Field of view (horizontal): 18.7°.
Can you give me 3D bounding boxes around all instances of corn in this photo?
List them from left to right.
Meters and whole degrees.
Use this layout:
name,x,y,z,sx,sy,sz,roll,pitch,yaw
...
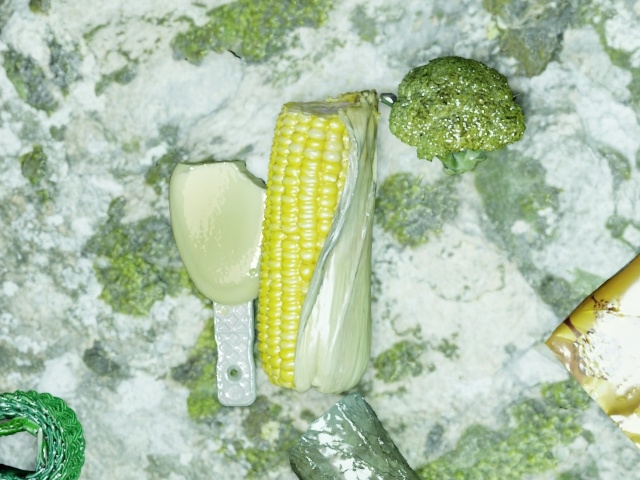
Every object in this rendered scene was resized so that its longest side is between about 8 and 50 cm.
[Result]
name,x,y,z,sx,sy,sz,roll,pitch,yaw
corn,0.005,0.000,1.917,0.122,0.123,0.305,9,97,38

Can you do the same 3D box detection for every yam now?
name,x,y,z,sx,sy,sz,roll,pitch,yaw
yam,0.052,0.250,1.925,0.107,0.107,0.183,-40,82,12

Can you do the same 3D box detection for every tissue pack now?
name,x,y,z,sx,sy,sz,roll,pitch,yaw
tissue pack,0.355,0.086,1.849,0.226,0.092,0.183,-44,81,14

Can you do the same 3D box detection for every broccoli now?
name,x,y,z,sx,sy,sz,roll,pitch,yaw
broccoli,0.131,-0.121,1.899,0.131,0.130,0.120,-21,129,-12

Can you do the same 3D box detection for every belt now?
name,x,y,z,sx,sy,sz,roll,pitch,yaw
belt,-0.326,0.217,2.036,0.151,0.079,0.121,5,92,16

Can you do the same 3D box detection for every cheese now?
name,x,y,z,sx,sy,sz,roll,pitch,yaw
cheese,-0.088,0.041,1.988,0.127,0.050,0.255,-4,91,13
